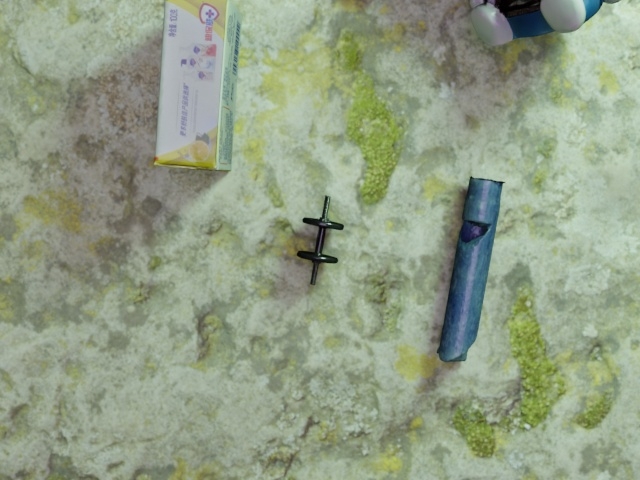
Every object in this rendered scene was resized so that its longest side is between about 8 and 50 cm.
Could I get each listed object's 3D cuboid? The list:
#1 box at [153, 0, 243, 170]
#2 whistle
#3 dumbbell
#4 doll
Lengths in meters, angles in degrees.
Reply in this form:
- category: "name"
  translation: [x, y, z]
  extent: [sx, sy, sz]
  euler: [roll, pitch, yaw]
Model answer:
- category: "box"
  translation: [-0.187, -0.240, 1.474]
  extent: [0.097, 0.168, 0.265]
  euler: [4, 96, 3]
- category: "whistle"
  translation: [0.245, 0.050, 1.543]
  extent: [0.062, 0.062, 0.304]
  euler: [10, 94, 0]
- category: "dumbbell"
  translation: [0.000, 0.000, 1.536]
  extent: [0.069, 0.069, 0.147]
  euler: [10, 94, -1]
- category: "doll"
  translation: [0.318, -0.476, 1.426]
  extent: [0.284, 0.240, 0.309]
  euler: [-7, 113, 37]
